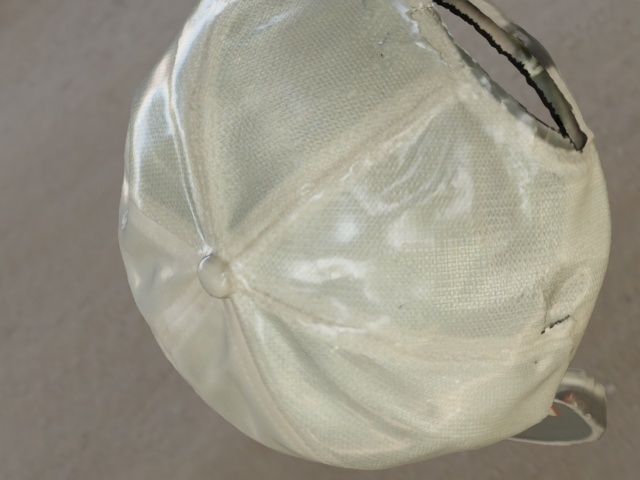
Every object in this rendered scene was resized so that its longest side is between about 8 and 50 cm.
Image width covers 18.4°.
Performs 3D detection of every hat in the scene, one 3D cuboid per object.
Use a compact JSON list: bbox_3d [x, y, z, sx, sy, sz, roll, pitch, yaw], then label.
[{"bbox_3d":[0.001,0.001,0.764,0.161,0.275,0.232,-25,82,-13],"label":"hat"}]
